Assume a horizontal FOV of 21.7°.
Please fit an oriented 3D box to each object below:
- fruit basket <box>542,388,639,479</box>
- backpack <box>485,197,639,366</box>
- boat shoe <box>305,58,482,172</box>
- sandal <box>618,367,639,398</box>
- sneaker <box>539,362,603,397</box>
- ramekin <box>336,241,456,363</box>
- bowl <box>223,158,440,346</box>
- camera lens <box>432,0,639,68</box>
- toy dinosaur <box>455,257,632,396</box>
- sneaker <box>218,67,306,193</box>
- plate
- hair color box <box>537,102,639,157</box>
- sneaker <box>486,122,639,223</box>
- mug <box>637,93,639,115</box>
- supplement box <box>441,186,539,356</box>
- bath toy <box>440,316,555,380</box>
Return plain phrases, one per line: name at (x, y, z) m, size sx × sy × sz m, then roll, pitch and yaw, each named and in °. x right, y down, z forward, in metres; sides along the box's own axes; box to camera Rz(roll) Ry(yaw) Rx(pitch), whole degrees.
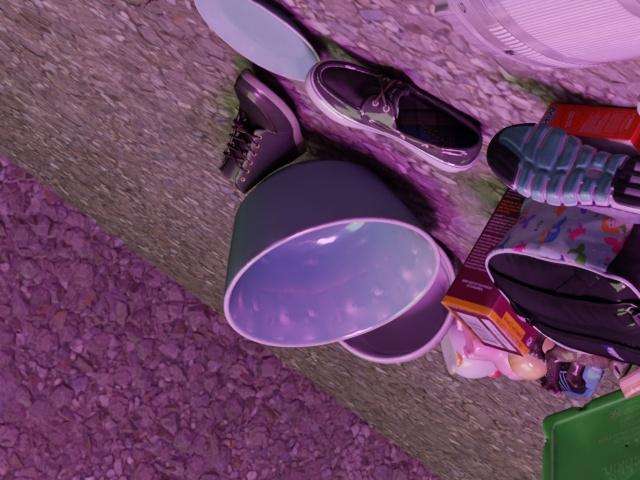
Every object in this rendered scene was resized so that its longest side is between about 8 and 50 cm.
fruit basket at (0.505, 0.310, 2.131) m, size 0.392 × 0.283 × 0.392 m, roll 4°, pitch 145°, yaw 3°
backpack at (0.325, 0.037, 1.896) m, size 0.253 × 0.191 × 0.225 m, roll 3°, pitch 145°, yaw 47°
boat shoe at (0.091, -0.156, 1.980) m, size 0.228 × 0.080 × 0.076 m, roll 31°, pitch 159°, yaw -2°
sandal at (0.468, 0.148, 1.943) m, size 0.088 × 0.240 × 0.079 m, roll -1°, pitch -117°, yaw -60°
sneaker at (0.370, 0.186, 2.501) m, size 0.090 × 0.081 × 0.232 m, roll 24°, pitch 166°, yaw 1°
ramekin at (0.107, 0.087, 2.492) m, size 0.207 × 0.207 × 0.109 m, roll 28°, pitch 174°, yaw 15°
bowl at (0.000, 0.000, 2.342) m, size 0.311 × 0.311 × 0.163 m, roll 55°, pitch -164°, yaw -56°
camera lens at (0.215, -0.239, 1.179) m, size 0.219 × 0.219 × 0.274 m, roll 37°, pitch 165°, yaw -19°
toy dinosaur at (0.308, 0.093, 2.128) m, size 0.121 × 0.160 × 0.313 m, roll 5°, pitch -149°, yaw -44°
sneaker at (-0.094, -0.141, 2.284) m, size 0.083 × 0.118 × 0.222 m, roll 44°, pitch 172°, yaw 28°
plate at (-0.073, -0.262, 2.068) m, size 0.188 × 0.024 × 0.188 m, roll 29°, pitch 165°, yaw 8°
hair color box at (0.303, -0.107, 1.770) m, size 0.141 × 0.043 × 0.072 m, roll 11°, pitch 154°, yaw 51°
sneaker at (0.279, -0.054, 1.747) m, size 0.223 × 0.083 × 0.098 m, roll 21°, pitch 165°, yaw 34°
mug at (0.346, -0.128, 1.615) m, size 0.064 × 0.078 × 0.062 m, roll 46°, pitch -166°, yaw -17°
supplement box at (0.245, 0.033, 2.050) m, size 0.080 × 0.188 × 0.104 m, roll 16°, pitch 158°, yaw 45°
bath toy at (0.282, 0.142, 2.476) m, size 0.348 × 0.129 × 0.151 m, roll 133°, pitch 124°, yaw -73°
